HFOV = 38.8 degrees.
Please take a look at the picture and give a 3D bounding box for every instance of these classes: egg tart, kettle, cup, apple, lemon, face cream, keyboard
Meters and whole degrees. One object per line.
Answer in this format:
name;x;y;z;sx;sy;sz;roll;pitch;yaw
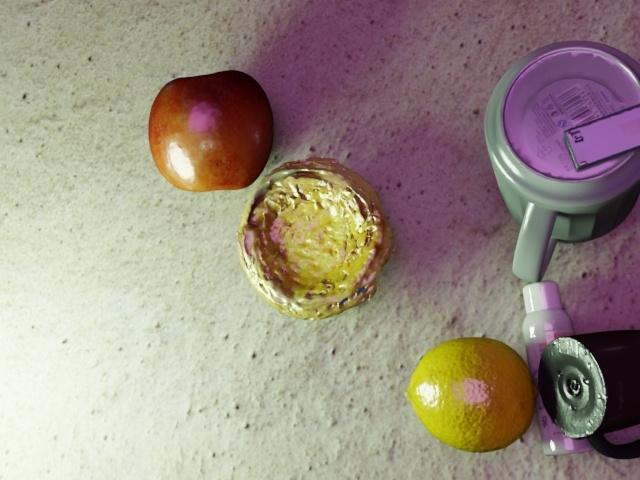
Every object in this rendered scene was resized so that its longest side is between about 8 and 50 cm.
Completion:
egg tart;0.000;0.000;1.536;0.291;0.107;0.291;-3;79;18
kettle;0.457;0.221;1.329;0.232;0.144;0.202;-5;92;-24
cup;0.357;-0.100;1.353;0.237;0.327;0.323;21;86;17
apple;-0.185;-0.189;1.560;0.218;0.218;0.201;0;104;13
lemon;0.231;0.236;1.392;0.203;0.178;0.178;-3;78;10
face cream;0.365;0.195;1.418;0.082;0.082;0.269;-9;76;11
keyboard;0.407;-0.146;1.170;0.176;0.014;0.055;-20;76;9
